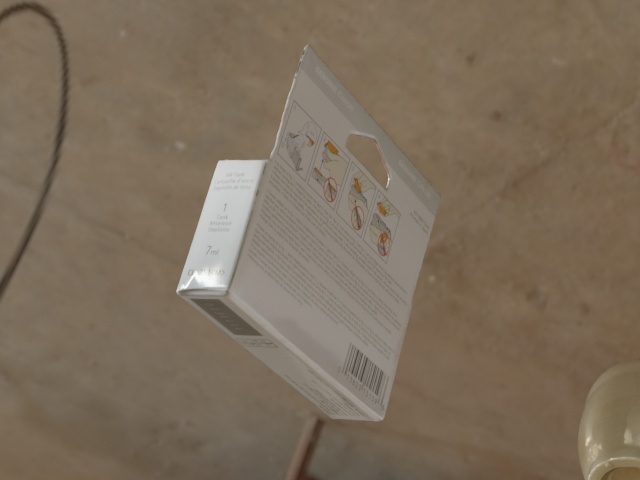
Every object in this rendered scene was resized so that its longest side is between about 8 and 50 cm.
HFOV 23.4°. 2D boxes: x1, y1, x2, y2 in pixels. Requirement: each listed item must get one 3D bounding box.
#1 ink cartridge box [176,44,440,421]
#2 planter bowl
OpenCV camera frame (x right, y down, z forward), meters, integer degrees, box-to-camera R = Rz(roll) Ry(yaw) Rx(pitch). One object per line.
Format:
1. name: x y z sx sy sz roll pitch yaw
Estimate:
1. ink cartridge box: 0.000 0.000 1.370 0.060 0.239 0.275 -1 152 33
2. planter bowl: 0.304 0.203 1.412 0.162 0.109 0.162 16 128 21
